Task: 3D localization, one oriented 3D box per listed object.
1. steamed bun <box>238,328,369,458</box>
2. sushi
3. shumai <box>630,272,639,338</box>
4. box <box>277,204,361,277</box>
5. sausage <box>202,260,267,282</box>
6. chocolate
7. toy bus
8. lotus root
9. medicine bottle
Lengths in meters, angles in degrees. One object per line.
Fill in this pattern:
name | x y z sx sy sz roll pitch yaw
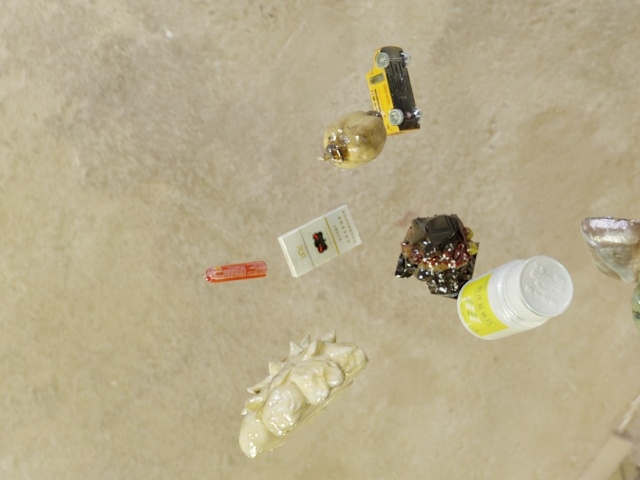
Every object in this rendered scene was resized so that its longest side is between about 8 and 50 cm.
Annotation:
steamed bun | -0.050 0.282 1.666 0.292 0.295 0.137 -41 80 -10
sushi | 0.263 0.017 1.955 0.172 0.153 0.150 13 148 9
shumai | 0.639 0.183 1.485 0.288 0.330 0.292 -27 170 -38
box | 0.000 0.000 1.806 0.167 0.024 0.090 -27 104 -25
sausage | -0.160 0.059 1.611 0.130 0.034 0.034 -5 117 -35
chocolate | 0.677 0.034 1.982 0.254 0.157 0.080 44 57 -55
toy bus | 0.133 -0.278 1.644 0.070 0.074 0.162 -12 89 -42
lotus root | 0.043 -0.126 1.115 0.152 0.072 0.063 -38 158 -51
medicine bottle | 0.393 0.117 1.787 0.144 0.258 0.143 5 74 -17
